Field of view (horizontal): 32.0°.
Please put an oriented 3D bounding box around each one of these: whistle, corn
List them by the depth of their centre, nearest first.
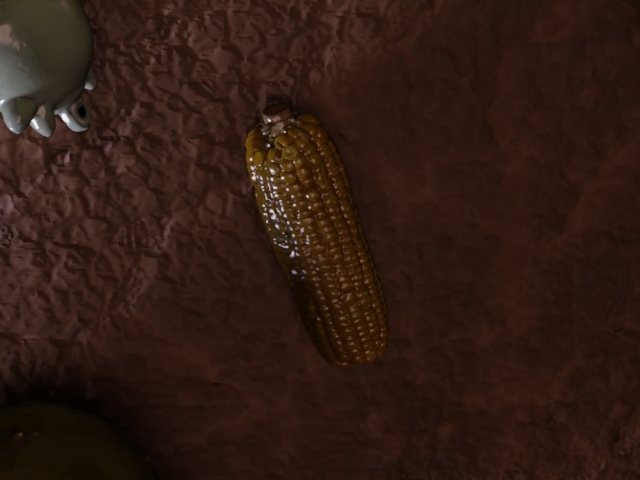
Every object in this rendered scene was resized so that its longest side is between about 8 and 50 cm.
[{"bbox_3d":[-0.217,-0.166,0.667,0.106,0.101,0.253,-32,116,5],"label":"whistle"},{"bbox_3d":[0.000,0.000,0.792,0.068,0.068,0.207,-20,112,-4],"label":"corn"}]

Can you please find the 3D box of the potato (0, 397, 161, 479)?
[{"bbox_3d":[-0.183,0.244,0.790,0.210,0.173,0.307,-34,116,-7],"label":"potato"}]
